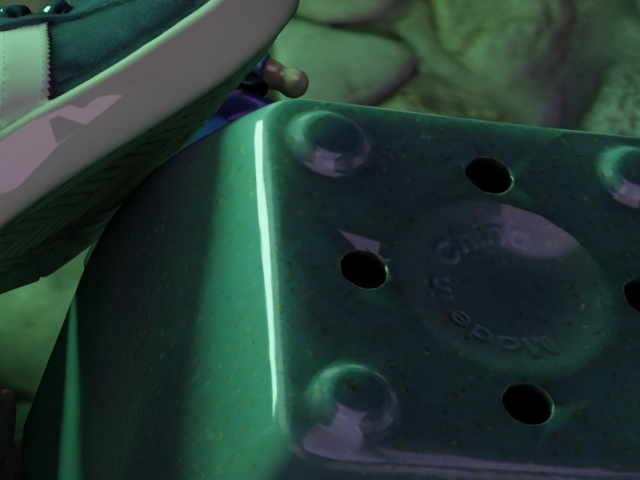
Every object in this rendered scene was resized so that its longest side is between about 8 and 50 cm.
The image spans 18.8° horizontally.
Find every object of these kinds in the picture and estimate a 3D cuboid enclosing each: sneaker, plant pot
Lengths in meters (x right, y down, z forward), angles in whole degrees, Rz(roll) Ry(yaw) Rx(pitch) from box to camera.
[{"bbox_3d":[-0.157,-0.042,0.659,0.148,0.131,0.350,49,53,5],"label":"sneaker"},{"bbox_3d":[0.029,0.093,0.670,0.248,0.252,0.247,6,48,-11],"label":"plant pot"}]

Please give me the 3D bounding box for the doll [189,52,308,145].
[{"bbox_3d":[-0.055,-0.070,0.917,0.129,0.046,0.189,-13,39,-37],"label":"doll"}]

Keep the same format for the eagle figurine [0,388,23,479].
[{"bbox_3d":[-0.146,0.182,0.478,0.298,0.225,0.226,-47,62,4],"label":"eagle figurine"}]

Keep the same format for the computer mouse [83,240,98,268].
[{"bbox_3d":[0.000,0.000,0.899,0.242,0.041,0.071,-11,33,-31],"label":"computer mouse"}]
